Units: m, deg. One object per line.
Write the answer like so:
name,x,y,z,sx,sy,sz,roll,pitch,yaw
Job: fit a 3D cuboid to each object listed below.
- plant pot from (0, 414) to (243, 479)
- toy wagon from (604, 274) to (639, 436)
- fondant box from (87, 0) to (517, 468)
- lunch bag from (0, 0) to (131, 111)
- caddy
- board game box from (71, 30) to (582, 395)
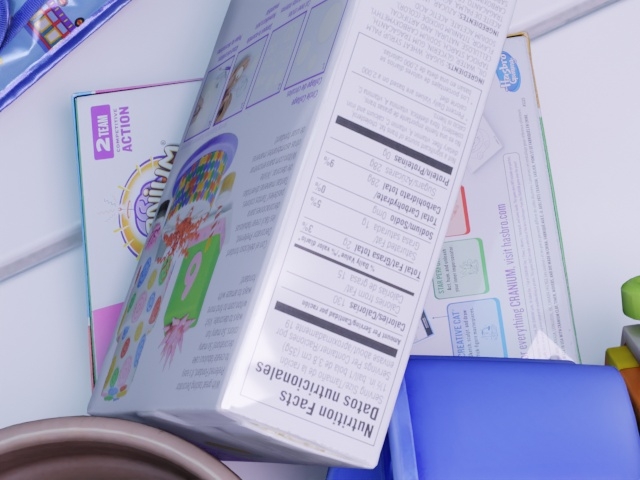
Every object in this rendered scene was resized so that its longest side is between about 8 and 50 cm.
plant pot,-0.126,0.248,0.909,0.263,0.229,0.263,-1,73,4
toy wagon,0.207,0.170,0.836,0.068,0.344,0.267,-6,100,4
fondant box,-0.010,-0.040,0.907,0.096,0.238,0.330,24,75,-20
lunch bag,-0.265,-0.213,1.125,0.293,0.138,0.221,-45,76,4
caddy,0.080,0.211,0.887,0.179,0.241,0.341,-5,87,-2
board game box,0.000,0.000,1.057,0.317,0.064,0.242,-7,73,3
